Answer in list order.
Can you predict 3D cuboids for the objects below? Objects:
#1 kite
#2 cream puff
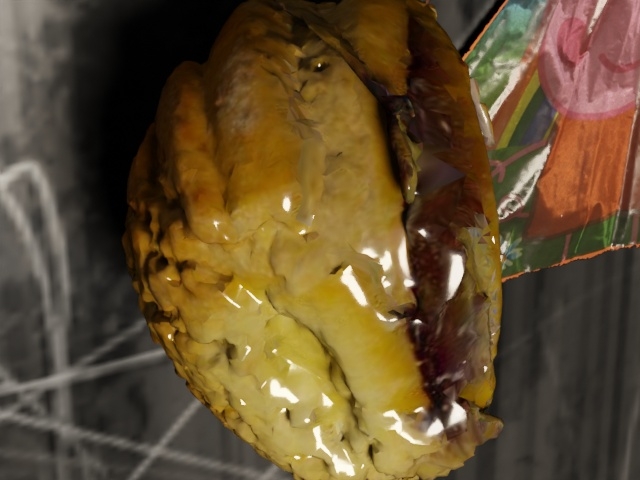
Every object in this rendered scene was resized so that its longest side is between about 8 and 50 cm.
[{"bbox_3d":[0.122,-0.056,0.590,0.321,0.016,0.234,-14,121,-23],"label":"kite"},{"bbox_3d":[0.000,0.000,0.490,0.104,0.119,0.133,-3,99,-2],"label":"cream puff"}]
